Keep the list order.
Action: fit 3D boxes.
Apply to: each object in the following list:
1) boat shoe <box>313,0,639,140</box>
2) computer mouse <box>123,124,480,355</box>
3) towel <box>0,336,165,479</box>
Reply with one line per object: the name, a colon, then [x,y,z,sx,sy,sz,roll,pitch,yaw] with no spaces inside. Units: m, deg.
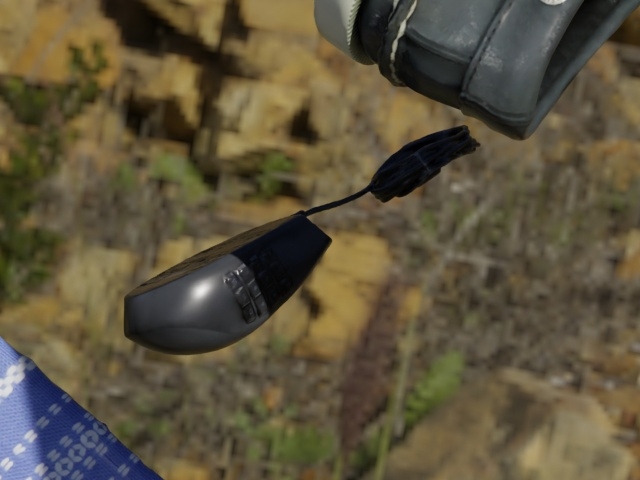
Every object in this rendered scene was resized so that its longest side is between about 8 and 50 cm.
boat shoe: [0.156,-0.158,0.797,0.340,0.127,0.113,-37,64,-24]
computer mouse: [0.000,0.000,0.964,0.242,0.041,0.071,-30,8,-38]
towel: [-0.259,0.076,0.738,0.336,0.243,0.040,39,-6,7]
